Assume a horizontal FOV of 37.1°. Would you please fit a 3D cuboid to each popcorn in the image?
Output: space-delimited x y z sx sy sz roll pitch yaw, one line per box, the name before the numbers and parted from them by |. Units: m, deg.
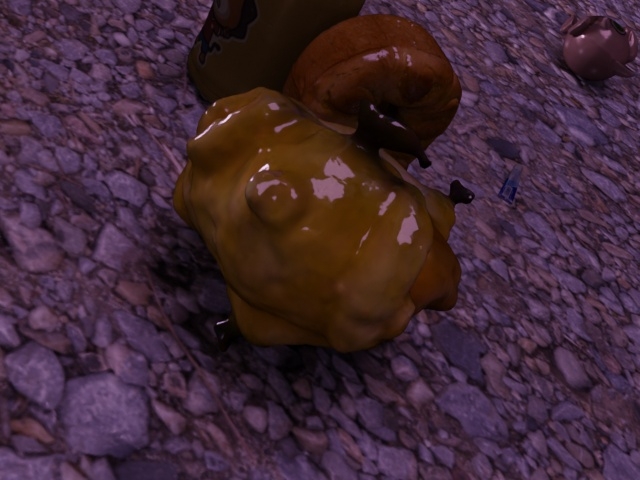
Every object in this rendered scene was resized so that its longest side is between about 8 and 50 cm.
popcorn | 0.000 0.000 0.911 0.316 0.281 0.297 41 6 -39

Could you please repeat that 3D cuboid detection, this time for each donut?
donut | 0.058 -0.164 1.138 0.227 0.226 0.114 0 52 -33

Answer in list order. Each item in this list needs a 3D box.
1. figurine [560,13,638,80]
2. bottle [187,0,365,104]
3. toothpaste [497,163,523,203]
figurine | 0.496 -0.345 1.700 0.138 0.125 0.125 38 37 -10
bottle | -0.025 -0.318 1.138 0.171 0.351 0.171 18 39 -15
toothpaste | 0.271 -0.081 1.351 0.024 0.015 0.083 32 44 -1
